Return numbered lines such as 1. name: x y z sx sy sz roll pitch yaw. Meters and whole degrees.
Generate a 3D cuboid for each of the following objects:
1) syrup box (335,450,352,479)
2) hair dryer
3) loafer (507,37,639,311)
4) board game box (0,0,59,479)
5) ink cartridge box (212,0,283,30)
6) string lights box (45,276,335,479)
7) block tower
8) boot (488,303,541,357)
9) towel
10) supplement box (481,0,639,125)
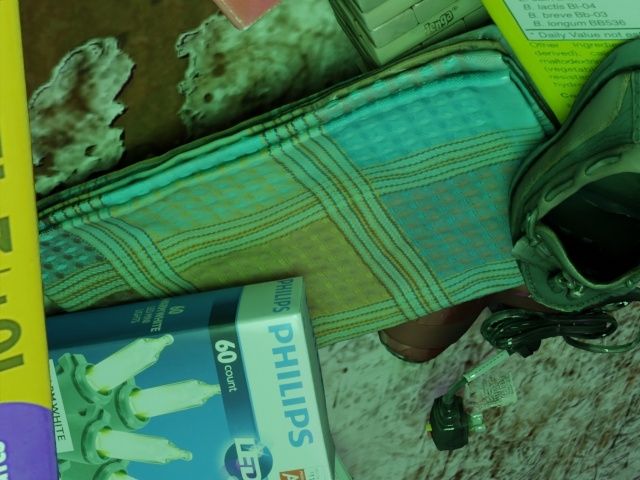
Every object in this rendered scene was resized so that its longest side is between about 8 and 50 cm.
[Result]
1. syrup box: -0.097 0.233 1.334 0.237 0.096 0.093 -10 141 -30
2. hair dryer: 0.148 0.033 1.281 0.224 0.080 0.293 -31 139 -7
3. loafer: 0.161 -0.015 0.923 0.096 0.084 0.267 16 151 2
4. board game box: -0.313 -0.087 0.485 0.356 0.356 0.356 -16 134 -22
5. ink cartridge box: -0.045 -0.257 0.630 0.197 0.114 0.273 -37 113 8
6. string lights box: -0.128 0.115 1.052 0.260 0.077 0.133 -9 107 5
7. block tower: 0.073 -0.124 1.020 0.097 0.091 0.335 -32 147 -1
8. boot: 0.198 0.047 1.371 0.099 0.045 0.121 -31 140 6
9. towel: 0.000 0.000 1.054 0.370 0.040 0.271 -19 145 17
10. supplement box: 0.207 -0.196 0.864 0.194 0.195 0.356 3 156 29
